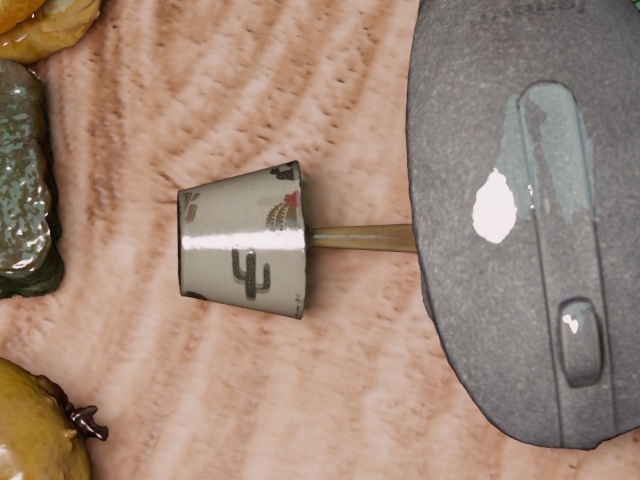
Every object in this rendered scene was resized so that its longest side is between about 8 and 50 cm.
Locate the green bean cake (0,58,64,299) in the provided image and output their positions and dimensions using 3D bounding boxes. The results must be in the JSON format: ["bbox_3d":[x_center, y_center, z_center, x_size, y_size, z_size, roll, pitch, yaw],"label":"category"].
[{"bbox_3d":[-0.289,-0.036,1.299,0.181,0.094,0.173,-9,75,2],"label":"green bean cake"}]

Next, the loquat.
[{"bbox_3d":[-0.256,0.171,1.220,0.204,0.149,0.172,-36,81,6],"label":"loquat"}]

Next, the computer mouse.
[{"bbox_3d":[0.159,-0.040,1.188,0.203,0.114,0.374,-10,79,-1],"label":"computer mouse"}]

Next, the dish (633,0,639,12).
[{"bbox_3d":[0.237,-0.092,1.293,0.149,0.080,0.207,41,83,11],"label":"dish"}]

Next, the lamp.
[{"bbox_3d":[0.000,0.000,1.265,0.215,0.121,0.121,1,76,-6],"label":"lamp"}]

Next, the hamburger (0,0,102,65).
[{"bbox_3d":[-0.315,-0.268,1.325,0.319,0.158,0.318,-1,77,3],"label":"hamburger"}]
